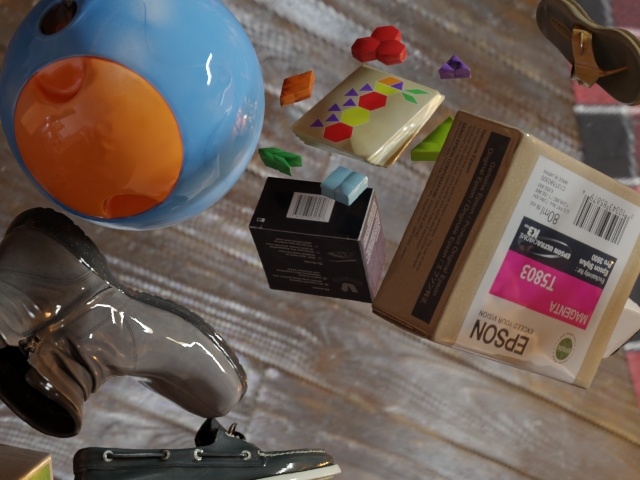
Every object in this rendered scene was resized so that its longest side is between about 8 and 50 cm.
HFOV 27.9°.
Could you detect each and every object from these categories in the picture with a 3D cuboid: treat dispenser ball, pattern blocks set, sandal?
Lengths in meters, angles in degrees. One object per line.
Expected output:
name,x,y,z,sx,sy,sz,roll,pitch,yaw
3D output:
treat dispenser ball,-0.205,-0.155,1.408,0.288,0.288,0.288,7,74,-26
pattern blocks set,0.068,-0.172,1.755,0.325,0.285,0.026,-36,139,-27
sandal,0.256,-0.181,1.245,0.049,0.072,0.180,-21,43,-19

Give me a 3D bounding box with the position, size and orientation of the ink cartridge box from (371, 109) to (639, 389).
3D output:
ink cartridge box,0.184,0.015,1.151,0.234,0.088,0.193,19,94,-42

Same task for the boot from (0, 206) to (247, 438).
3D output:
boot,-0.237,0.137,1.368,0.338,0.118,0.223,37,31,-16

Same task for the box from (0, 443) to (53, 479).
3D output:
box,-0.321,0.261,1.252,0.087,0.102,0.101,-37,129,-61

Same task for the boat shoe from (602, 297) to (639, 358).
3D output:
boat shoe,0.299,0.047,1.703,0.340,0.127,0.158,32,18,-51

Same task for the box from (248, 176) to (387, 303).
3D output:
box,0.000,0.000,1.769,0.155,0.158,0.093,8,56,16

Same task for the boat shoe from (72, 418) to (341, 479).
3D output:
boat shoe,-0.134,0.263,1.506,0.340,0.127,0.113,-7,68,-27
